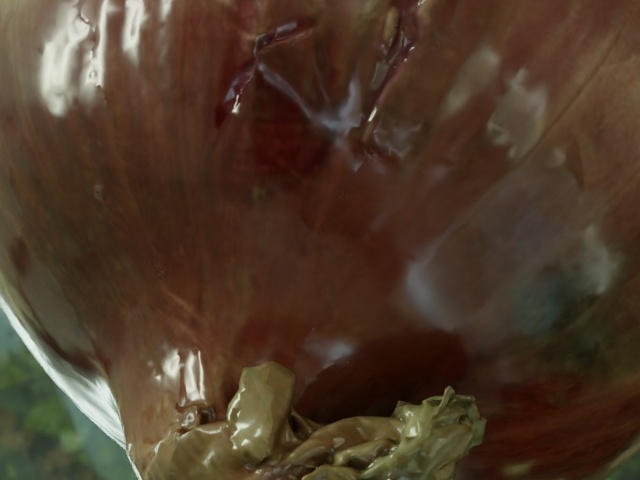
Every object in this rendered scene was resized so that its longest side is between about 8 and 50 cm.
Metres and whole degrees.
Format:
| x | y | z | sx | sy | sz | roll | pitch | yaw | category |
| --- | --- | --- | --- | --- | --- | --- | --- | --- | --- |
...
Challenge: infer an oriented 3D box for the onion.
| x | y | z | sx | sy | sz | roll | pitch | yaw | category |
| --- | --- | --- | --- | --- | --- | --- | --- | --- | --- |
| 0.022 | -0.018 | 0.802 | 0.353 | 0.354 | 0.353 | -19 | -90 | -90 | onion |
